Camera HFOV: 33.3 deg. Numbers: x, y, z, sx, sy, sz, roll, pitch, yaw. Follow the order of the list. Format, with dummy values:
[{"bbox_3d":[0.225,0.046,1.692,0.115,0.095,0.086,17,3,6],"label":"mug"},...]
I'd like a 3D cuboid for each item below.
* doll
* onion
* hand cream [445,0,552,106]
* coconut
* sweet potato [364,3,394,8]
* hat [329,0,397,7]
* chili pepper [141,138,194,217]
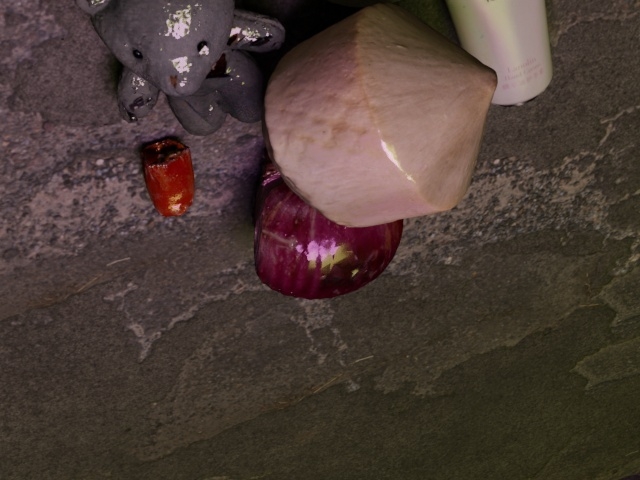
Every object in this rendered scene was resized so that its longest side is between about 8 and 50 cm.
[{"bbox_3d":[-0.162,-0.229,1.396,0.246,0.158,0.340,-17,143,4],"label":"doll"},{"bbox_3d":[0.009,-0.018,1.666,0.256,0.230,0.272,-24,133,-4],"label":"onion"},{"bbox_3d":[0.250,-0.356,1.528,0.186,0.118,0.358,-22,132,2],"label":"hand cream"},{"bbox_3d":[0.090,-0.168,1.423,0.329,0.328,0.328,-15,139,-14],"label":"coconut"},{"bbox_3d":[0.070,-0.268,1.561,0.078,0.058,0.255,8,134,-13],"label":"sweet potato"},{"bbox_3d":[0.077,-0.381,1.344,0.257,0.130,0.257,-7,131,-8],"label":"hat"},{"bbox_3d":[-0.225,-0.090,1.583,0.070,0.073,0.123,15,138,16],"label":"chili pepper"}]
